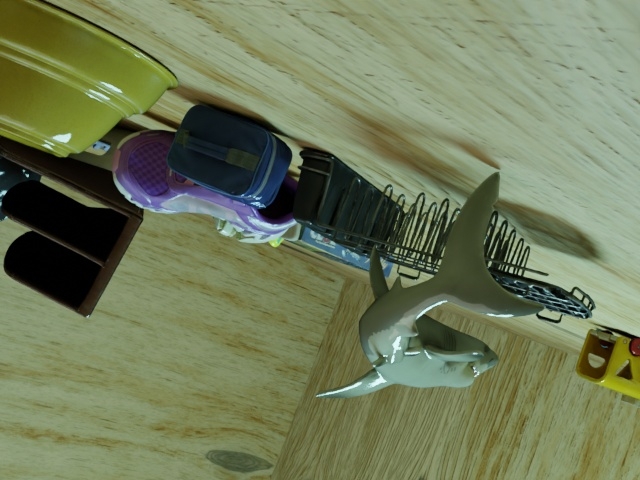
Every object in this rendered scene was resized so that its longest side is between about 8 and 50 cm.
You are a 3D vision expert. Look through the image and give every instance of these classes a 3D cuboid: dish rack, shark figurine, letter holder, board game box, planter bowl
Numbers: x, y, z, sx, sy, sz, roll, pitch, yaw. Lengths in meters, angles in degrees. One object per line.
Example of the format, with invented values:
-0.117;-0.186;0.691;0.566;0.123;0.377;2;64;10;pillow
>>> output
0.120;0.005;0.873;0.272;0.074;0.208;17;177;25;dish rack
0.066;0.046;0.743;0.166;0.116;0.278;-9;157;0;shark figurine
-0.373;-0.041;1.316;0.214;0.152;0.302;29;-175;-14;letter holder
0.000;0.000;1.736;0.165;0.042;0.243;18;176;46;board game box
-0.228;-0.122;0.733;0.217;0.090;0.217;21;176;1;planter bowl

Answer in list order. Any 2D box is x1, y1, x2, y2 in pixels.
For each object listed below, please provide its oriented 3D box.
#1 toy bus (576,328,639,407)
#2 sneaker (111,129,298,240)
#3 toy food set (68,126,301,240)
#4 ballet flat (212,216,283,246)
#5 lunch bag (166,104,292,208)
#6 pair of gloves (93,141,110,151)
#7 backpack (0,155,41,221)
0.525;0.220;1.564;0.202;0.104;0.191;19;177;28;toy bus
-0.110;-0.064;1.051;0.236;0.095;0.104;17;172;-29;sneaker
-0.202;-0.074;1.332;0.220;0.092;0.306;17;174;45;toy food set
-0.139;-0.040;1.640;0.231;0.077;0.077;18;176;42;ballet flat
-0.082;-0.074;0.811;0.098;0.067;0.065;21;177;20;lunch bag
-0.327;-0.145;1.569;0.198;0.023;0.159;21;176;-25;pair of gloves
-0.656;-0.150;1.551;0.290;0.273;0.355;-2;-138;-40;backpack
